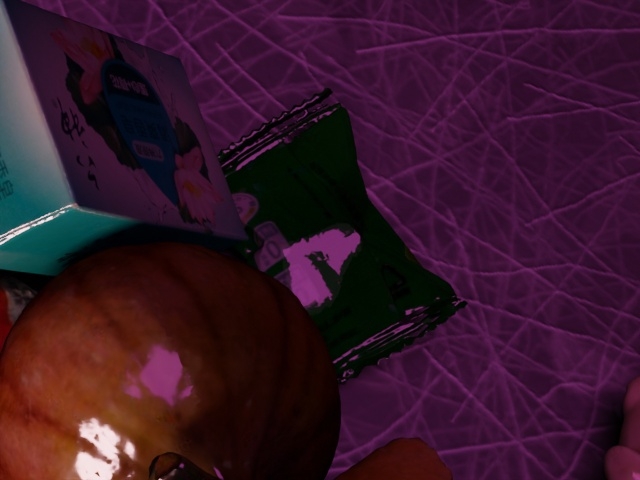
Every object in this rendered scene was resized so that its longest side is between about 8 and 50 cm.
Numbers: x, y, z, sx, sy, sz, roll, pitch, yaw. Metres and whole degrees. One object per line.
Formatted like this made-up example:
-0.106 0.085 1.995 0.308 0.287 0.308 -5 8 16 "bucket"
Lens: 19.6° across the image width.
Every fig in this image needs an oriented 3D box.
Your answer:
-0.099 0.118 1.192 0.214 0.235 0.235 39 62 23 "fig"

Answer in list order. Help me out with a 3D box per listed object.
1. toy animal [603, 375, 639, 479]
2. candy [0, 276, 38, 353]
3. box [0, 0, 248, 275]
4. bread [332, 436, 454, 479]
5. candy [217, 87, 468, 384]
0.405 0.150 1.327 0.345 0.247 0.277 32 62 -4 "toy animal"
-0.268 0.079 1.246 0.292 0.059 0.086 -12 71 -22 "candy"
-0.160 -0.058 1.234 0.092 0.245 0.153 -26 77 19 "box"
0.049 0.312 1.190 0.179 0.194 0.340 -19 75 -17 "bread"
0.002 -0.002 1.354 0.141 0.078 0.203 -27 74 -25 "candy"
